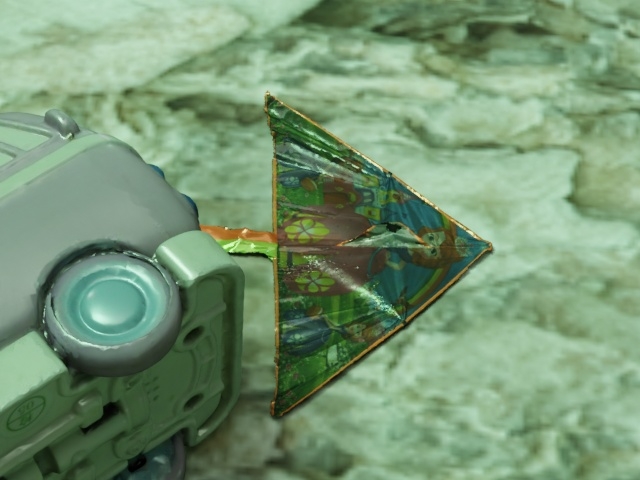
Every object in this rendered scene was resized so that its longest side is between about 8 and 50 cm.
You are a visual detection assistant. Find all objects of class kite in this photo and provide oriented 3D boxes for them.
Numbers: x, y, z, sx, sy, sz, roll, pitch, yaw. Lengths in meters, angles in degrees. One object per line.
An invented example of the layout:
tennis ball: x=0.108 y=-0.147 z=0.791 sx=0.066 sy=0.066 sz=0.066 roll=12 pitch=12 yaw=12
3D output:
kite: x=0.000 y=0.000 z=0.851 sx=0.159 sy=0.010 sz=0.190 roll=-1 pitch=51 yaw=-4

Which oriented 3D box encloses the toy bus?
toy bus: x=-0.138 y=0.049 z=0.719 sx=0.202 sy=0.142 sz=0.142 roll=-33 pitch=60 yaw=-25
